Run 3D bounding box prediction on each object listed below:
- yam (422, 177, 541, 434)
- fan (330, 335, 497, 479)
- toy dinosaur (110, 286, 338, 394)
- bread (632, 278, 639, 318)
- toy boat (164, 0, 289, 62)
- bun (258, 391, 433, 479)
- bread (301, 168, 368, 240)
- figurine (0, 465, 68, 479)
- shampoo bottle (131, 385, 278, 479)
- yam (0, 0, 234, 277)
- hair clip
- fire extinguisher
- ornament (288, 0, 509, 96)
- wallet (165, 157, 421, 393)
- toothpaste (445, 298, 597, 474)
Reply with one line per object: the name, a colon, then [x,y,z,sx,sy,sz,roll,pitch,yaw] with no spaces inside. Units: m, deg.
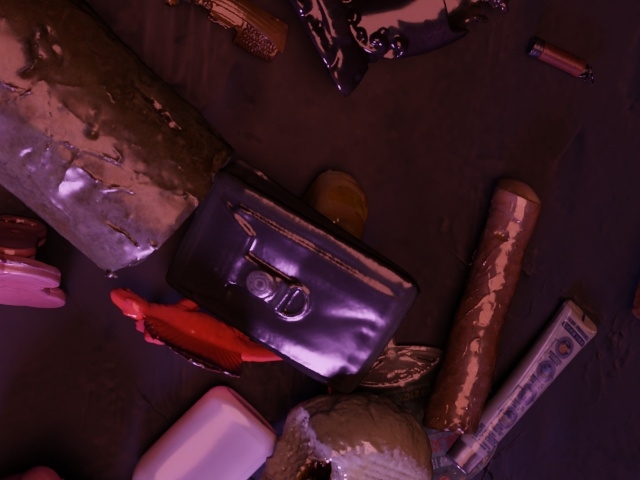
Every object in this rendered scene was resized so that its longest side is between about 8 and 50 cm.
yam: [0.186,0.077,1.254,0.066,0.066,0.300,15,93,-11]
fan: [0.073,0.195,1.293,0.223,0.012,0.294,-41,104,2]
toy dinosaur: [-0.097,0.121,1.184,0.286,0.139,0.070,26,94,-10]
bread: [0.588,0.064,1.291,0.416,0.113,0.165,11,101,-11]
toy boat: [-0.102,-0.240,1.163,0.149,0.047,0.049,28,96,-13]
bun: [0.017,0.247,1.224,0.212,0.126,0.204,-28,132,5]
bread: [0.000,0.000,1.205,0.083,0.094,0.157,30,91,-9]
figurine: [-0.310,0.333,1.186,0.173,0.173,0.173,-2,101,-8]
shampoo bottle: [-0.156,0.271,1.253,0.221,0.051,0.108,-44,106,1]
yam: [-0.255,-0.124,1.095,0.195,0.195,0.300,-45,105,2]
hair clip: [-0.323,0.040,1.142,0.123,0.138,0.102,5,105,-17]
fire extinguisher: [0.273,-0.201,1.237,0.083,0.022,0.028,23,60,-12]
ornament: [0.077,-0.306,1.147,0.260,0.106,0.251,-32,106,0]
wallet: [-0.032,0.043,1.151,0.245,0.052,0.169,33,112,4]
toothpaste: [0.236,0.175,1.293,0.062,0.039,0.239,43,84,-19]
